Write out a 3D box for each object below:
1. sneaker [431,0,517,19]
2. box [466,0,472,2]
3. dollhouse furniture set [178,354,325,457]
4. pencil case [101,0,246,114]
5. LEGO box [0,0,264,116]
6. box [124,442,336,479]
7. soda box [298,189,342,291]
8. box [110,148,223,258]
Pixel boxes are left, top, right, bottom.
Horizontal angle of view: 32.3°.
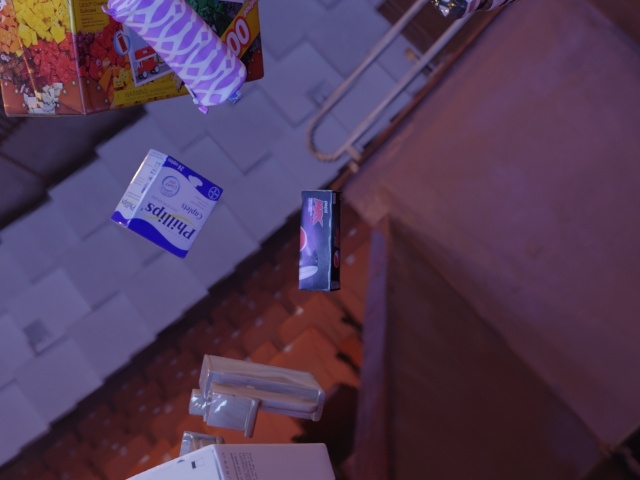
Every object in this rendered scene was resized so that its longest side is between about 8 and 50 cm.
[{"bbox_3d":[0.321,-0.622,1.919,0.257,0.169,0.447,-16,-56,-27],"label":"sneaker"},{"bbox_3d":[0.248,-0.529,1.580,0.322,0.232,0.058,-41,6,38],"label":"box"},{"bbox_3d":[-0.116,0.366,1.615,0.303,0.173,0.356,-143,64,-79],"label":"dollhouse furniture set"},{"bbox_3d":[-0.186,-0.261,1.451,0.088,0.086,0.206,-41,-57,3],"label":"pencil case"},{"bbox_3d":[-0.328,-0.434,1.924,0.500,0.193,0.372,-25,-65,-55],"label":"LEGO box"},{"bbox_3d":[-0.094,0.310,1.244,0.148,0.127,0.232,-27,-22,25],"label":"box"},{"bbox_3d":[0.000,0.000,1.842,0.053,0.060,0.169,-1,-88,-71],"label":"soda box"},{"bbox_3d":[-0.251,-0.059,1.819,0.126,0.072,0.137,32,-96,-36],"label":"box"}]
